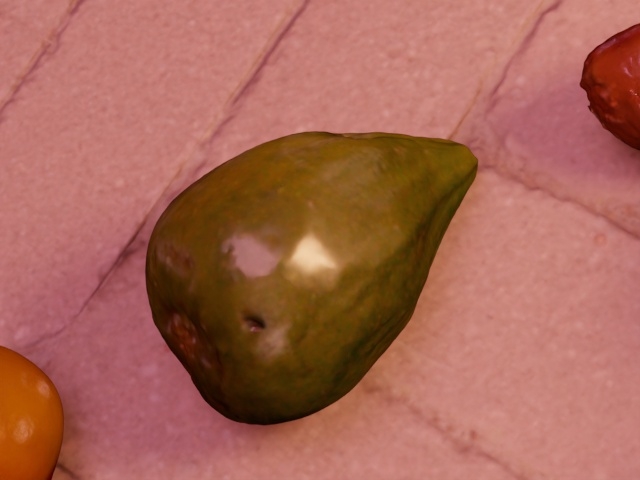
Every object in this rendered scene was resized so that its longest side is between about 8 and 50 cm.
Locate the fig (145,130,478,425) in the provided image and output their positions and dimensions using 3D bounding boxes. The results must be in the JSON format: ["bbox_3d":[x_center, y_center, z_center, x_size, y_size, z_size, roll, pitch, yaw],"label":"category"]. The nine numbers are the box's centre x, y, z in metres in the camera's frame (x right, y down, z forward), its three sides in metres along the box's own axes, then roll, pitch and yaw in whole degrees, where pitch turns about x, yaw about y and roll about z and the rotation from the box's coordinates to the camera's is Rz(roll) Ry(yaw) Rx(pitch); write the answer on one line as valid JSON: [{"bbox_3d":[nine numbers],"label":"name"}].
[{"bbox_3d":[-0.008,0.005,1.240,0.233,0.167,0.167,-47,59,5],"label":"fig"}]

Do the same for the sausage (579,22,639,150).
[{"bbox_3d":[0.325,-0.133,1.208,0.330,0.102,0.102,-21,61,11],"label":"sausage"}]

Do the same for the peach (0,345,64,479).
[{"bbox_3d":[-0.238,0.132,1.287,0.138,0.138,0.138,-9,64,18],"label":"peach"}]
